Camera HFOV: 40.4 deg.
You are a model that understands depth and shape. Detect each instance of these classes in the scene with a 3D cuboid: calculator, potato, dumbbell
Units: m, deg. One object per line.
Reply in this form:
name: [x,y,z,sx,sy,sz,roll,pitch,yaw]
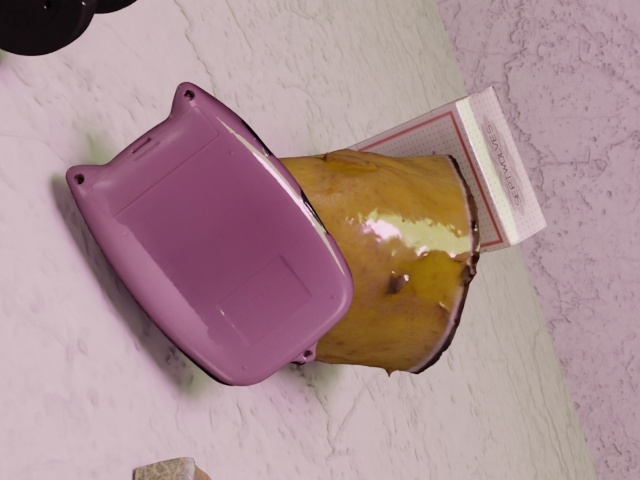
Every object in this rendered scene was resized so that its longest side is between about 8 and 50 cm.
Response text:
calculator: [-0.094,0.007,0.837,0.294,0.194,0.043,53,-6,-12]
potato: [0.000,0.000,1.074,0.397,0.296,0.289,-151,-105,-75]
dumbbell: [-0.248,-0.267,0.823,0.143,0.143,0.325,60,25,-20]

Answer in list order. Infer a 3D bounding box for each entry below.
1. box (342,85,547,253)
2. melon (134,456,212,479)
box: [0.147,-0.069,1.281,0.095,0.330,0.210,-26,95,-37]
melon: [-0.123,0.292,0.780,0.098,0.054,0.182,61,20,-57]
